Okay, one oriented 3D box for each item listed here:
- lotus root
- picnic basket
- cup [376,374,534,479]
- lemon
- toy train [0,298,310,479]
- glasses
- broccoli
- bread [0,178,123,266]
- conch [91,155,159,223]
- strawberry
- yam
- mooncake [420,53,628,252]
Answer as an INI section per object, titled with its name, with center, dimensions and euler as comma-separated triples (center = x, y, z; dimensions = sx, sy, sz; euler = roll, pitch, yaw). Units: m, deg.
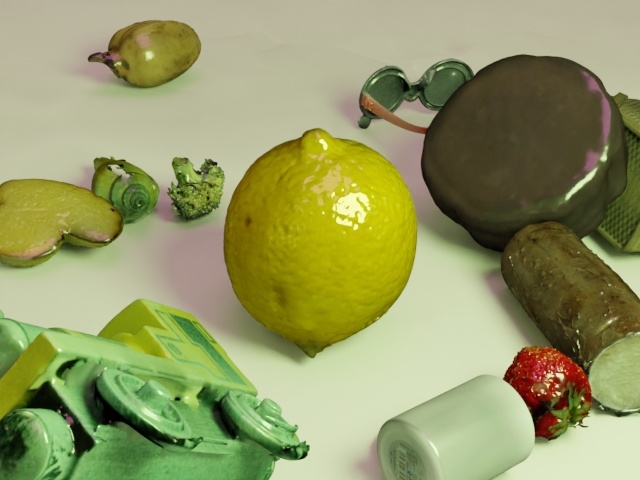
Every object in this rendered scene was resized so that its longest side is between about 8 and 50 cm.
[lotus root]
center = -0.308, -0.331, 1.795
dimensions = 0.125, 0.118, 0.220
euler = -10, 16, 47
[picnic basket]
center = 0.463, -0.099, 1.483
dimensions = 0.139, 0.165, 0.267
euler = 4, 30, -26
[cup]
center = 0.127, 0.209, 1.021
dimensions = 0.133, 0.136, 0.099
euler = -20, 73, -34
[lemon]
center = 0.002, -0.008, 1.184
dimensions = 0.228, 0.254, 0.228
euler = 12, 20, -5
[toy train]
center = -0.168, 0.144, 0.862
dimensions = 0.237, 0.150, 0.369
euler = 43, 5, 26
[glasses]
center = 0.213, -0.203, 1.667
dimensions = 0.234, 0.118, 0.268
euler = -9, 33, -25
[broccoli]
center = -0.176, -0.079, 1.429
dimensions = 0.097, 0.092, 0.095
euler = -25, 26, -14
[bread]
center = -0.351, -0.009, 1.317
dimensions = 0.187, 0.065, 0.149
euler = 13, 42, 6
[conch]
center = -0.275, -0.073, 1.425
dimensions = 0.094, 0.080, 0.201
euler = 17, 19, -17
[strawberry]
center = 0.237, 0.162, 1.091
dimensions = 0.106, 0.106, 0.106
euler = 4, 31, -3
[yam]
center = 0.315, 0.082, 1.213
dimensions = 0.131, 0.131, 0.280
euler = -4, 31, -16
[mooncake]
center = 0.287, -0.116, 1.413
dimensions = 0.282, 0.141, 0.283
euler = -10, 62, 19
